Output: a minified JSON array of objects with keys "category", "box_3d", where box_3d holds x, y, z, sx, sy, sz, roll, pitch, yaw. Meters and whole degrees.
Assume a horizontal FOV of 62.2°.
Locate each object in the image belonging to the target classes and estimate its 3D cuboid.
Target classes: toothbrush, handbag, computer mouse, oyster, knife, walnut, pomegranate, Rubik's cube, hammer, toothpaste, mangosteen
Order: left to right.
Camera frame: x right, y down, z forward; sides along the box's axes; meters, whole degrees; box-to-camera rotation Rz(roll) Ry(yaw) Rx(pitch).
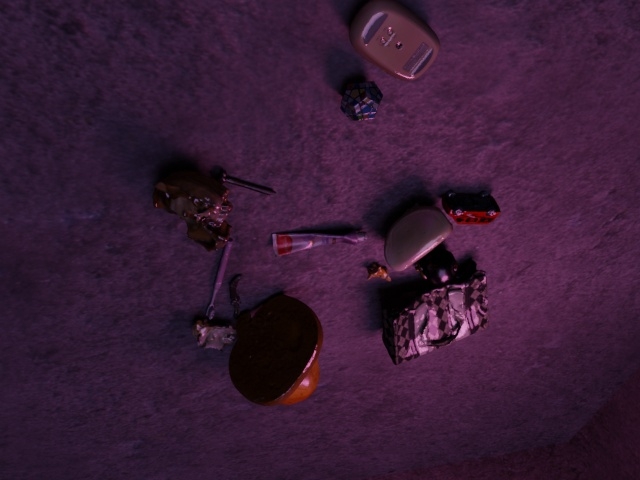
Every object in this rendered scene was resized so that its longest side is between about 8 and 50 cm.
[{"category":"walnut","box_3d":[-0.323,-0.101,1.395,0.204,0.141,0.238,20,144,13]},{"category":"oyster","box_3d":[-0.374,0.325,1.846,0.209,0.072,0.132,9,125,-51]},{"category":"toothbrush","box_3d":[-0.324,0.132,1.697,0.024,0.029,0.353,-5,135,-32]},{"category":"knife","box_3d":[-0.287,0.196,1.778,0.046,0.021,0.222,-5,133,-18]},{"category":"hammer","box_3d":[-0.206,-0.150,1.477,0.178,0.021,0.065,12,128,-31]},{"category":"pomegranate","box_3d":[-0.131,0.459,1.918,0.265,0.264,0.264,-10,135,-10]},{"category":"toothpaste","box_3d":[0.000,0.000,1.671,0.301,0.048,0.075,-6,138,-10]},{"category":"Rubik's cube","box_3d":[0.103,-0.350,1.334,0.111,0.111,0.093,22,147,-34]},{"category":"computer mouse","box_3d":[0.173,-0.472,1.248,0.237,0.082,0.145,18,124,-34]},{"category":"handbag","box_3d":[0.428,0.261,1.982,0.416,0.180,0.316,-20,133,-9]},{"category":"mangosteen","box_3d":[0.401,0.096,1.852,0.151,0.137,0.137,-5,146,36]}]

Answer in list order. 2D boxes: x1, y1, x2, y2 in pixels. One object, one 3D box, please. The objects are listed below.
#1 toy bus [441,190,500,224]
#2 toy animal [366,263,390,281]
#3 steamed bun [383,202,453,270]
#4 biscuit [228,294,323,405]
[{"category":"toy bus","box_3d":[0.475,-0.101,1.712,0.195,0.081,0.089,0,142,-20]},{"category":"toy animal","box_3d":[0.203,0.120,1.846,0.083,0.061,0.081,47,67,-42]},{"category":"steamed bun","box_3d":[0.293,-0.021,1.676,0.239,0.152,0.170,-38,171,19]},{"category":"biscuit","box_3d":[-0.166,0.359,1.791,0.367,0.314,0.063,-56,154,-3]}]
